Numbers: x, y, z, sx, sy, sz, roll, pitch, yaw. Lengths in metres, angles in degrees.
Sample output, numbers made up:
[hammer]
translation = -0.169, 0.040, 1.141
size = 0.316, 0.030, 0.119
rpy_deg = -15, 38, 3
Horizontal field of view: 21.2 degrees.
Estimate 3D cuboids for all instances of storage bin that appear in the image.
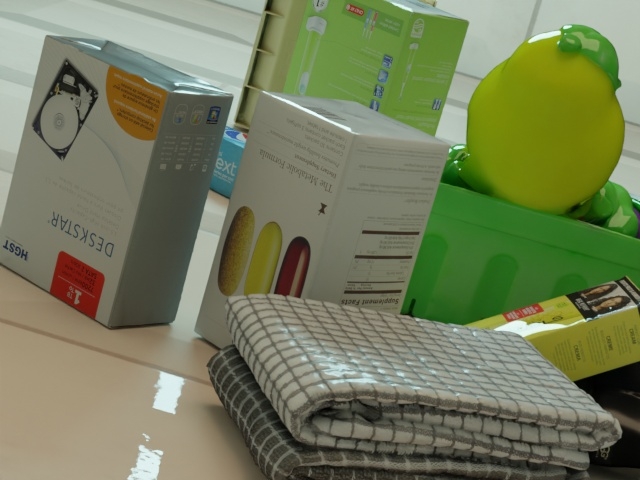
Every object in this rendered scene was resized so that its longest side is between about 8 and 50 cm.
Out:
[storage bin]
translation = 0.023, -0.270, 2.630
size = 0.260, 0.262, 0.123
rpy_deg = 15, 16, -4

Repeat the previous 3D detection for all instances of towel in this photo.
[towel]
translation = 0.069, 0.143, 1.393
size = 0.284, 0.121, 0.235
rpy_deg = 9, 14, -19

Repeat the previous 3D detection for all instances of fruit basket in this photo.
[fruit basket]
translation = 0.222, -0.077, 1.896
size = 0.392, 0.392, 0.283
rpy_deg = 15, 14, -2

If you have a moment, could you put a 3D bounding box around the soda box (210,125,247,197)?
[soda box]
translation = -0.111, -0.099, 2.211
size = 0.210, 0.071, 0.067
rpy_deg = 26, 18, 37

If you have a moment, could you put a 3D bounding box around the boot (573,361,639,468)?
[boot]
translation = 0.334, 0.167, 1.617
size = 0.207, 0.094, 0.246
rpy_deg = 14, 20, 9

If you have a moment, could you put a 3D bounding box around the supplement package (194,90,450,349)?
[supplement package]
translation = 0.000, 0.000, 1.594
size = 0.134, 0.244, 0.139
rpy_deg = 2, 19, -46

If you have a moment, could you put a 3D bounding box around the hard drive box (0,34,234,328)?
[hard drive box]
translation = -0.199, -0.058, 1.626
size = 0.181, 0.232, 0.089
rpy_deg = 25, 17, 36

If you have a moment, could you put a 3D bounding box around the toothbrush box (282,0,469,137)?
[toothbrush box]
translation = 0.060, -0.205, 2.372
size = 0.122, 0.283, 0.206
rpy_deg = 3, 18, -44

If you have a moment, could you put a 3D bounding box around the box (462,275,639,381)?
[box]
translation = 0.190, 0.101, 1.580
size = 0.232, 0.058, 0.087
rpy_deg = -17, 18, -1

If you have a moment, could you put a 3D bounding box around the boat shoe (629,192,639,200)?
[boat shoe]
translation = 0.394, 0.036, 2.175
size = 0.105, 0.113, 0.306
rpy_deg = -16, 31, -3
